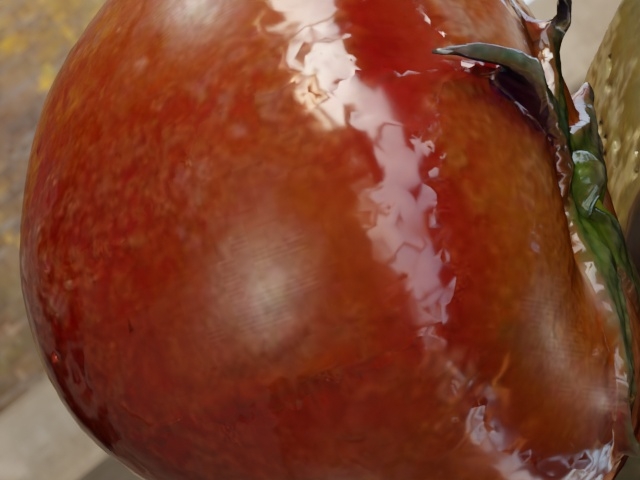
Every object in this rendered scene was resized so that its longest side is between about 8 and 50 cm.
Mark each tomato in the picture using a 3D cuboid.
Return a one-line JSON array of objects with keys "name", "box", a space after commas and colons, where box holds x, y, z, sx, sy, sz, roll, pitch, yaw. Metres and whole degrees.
[{"name": "tomato", "box": [0.000, 0.000, 0.488, 0.167, 0.167, 0.167, 52, -1, 2]}]

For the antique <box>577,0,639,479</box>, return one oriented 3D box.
[{"name": "antique", "box": [0.128, 0.018, 0.676, 0.125, 0.150, 0.284, -93, -169, -48]}]
